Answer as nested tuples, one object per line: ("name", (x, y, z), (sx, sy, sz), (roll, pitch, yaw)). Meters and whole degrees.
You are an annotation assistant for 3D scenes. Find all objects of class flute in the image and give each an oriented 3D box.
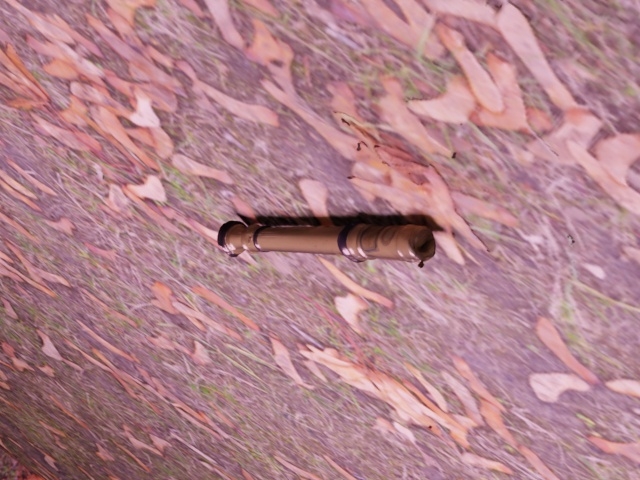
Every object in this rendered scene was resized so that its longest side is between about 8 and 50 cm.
("flute", (0.000, 0.000, 1.091), (0.027, 0.027, 0.233), (46, 159, -23))
